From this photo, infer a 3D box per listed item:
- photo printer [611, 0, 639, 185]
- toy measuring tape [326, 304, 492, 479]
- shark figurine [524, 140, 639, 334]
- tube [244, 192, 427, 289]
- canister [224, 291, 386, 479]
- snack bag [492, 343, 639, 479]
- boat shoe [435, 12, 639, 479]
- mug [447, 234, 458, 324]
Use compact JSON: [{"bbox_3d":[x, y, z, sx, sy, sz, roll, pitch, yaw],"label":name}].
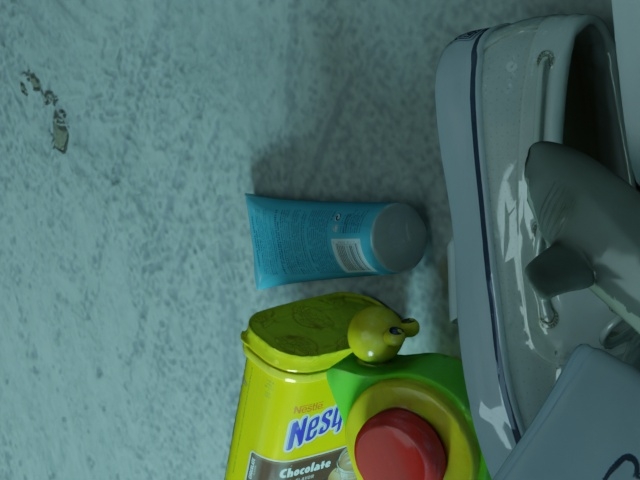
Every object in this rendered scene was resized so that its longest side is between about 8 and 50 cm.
[{"bbox_3d":[0.304,-0.125,1.102,0.307,0.107,0.256,16,121,47],"label":"photo printer"},{"bbox_3d":[0.102,0.198,1.443,0.121,0.121,0.330,-13,100,50],"label":"toy measuring tape"},{"bbox_3d":[0.229,0.023,1.136,0.278,0.166,0.116,39,112,8],"label":"shark figurine"},{"bbox_3d":[0.000,0.000,1.559,0.207,0.052,0.080,-1,93,55],"label":"tube"},{"bbox_3d":[-0.010,0.136,1.538,0.073,0.126,0.170,36,126,39],"label":"canister"},{"bbox_3d":[0.210,0.245,1.119,0.342,0.323,0.037,32,159,17],"label":"snack bag"},{"bbox_3d":[0.185,0.028,1.298,0.156,0.136,0.367,-12,82,39],"label":"boat shoe"},{"bbox_3d":[0.125,0.021,1.417,0.062,0.078,0.064,108,153,-76],"label":"mug"}]
